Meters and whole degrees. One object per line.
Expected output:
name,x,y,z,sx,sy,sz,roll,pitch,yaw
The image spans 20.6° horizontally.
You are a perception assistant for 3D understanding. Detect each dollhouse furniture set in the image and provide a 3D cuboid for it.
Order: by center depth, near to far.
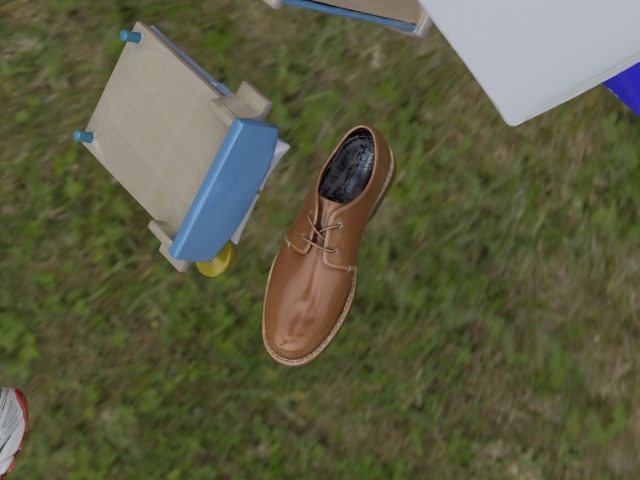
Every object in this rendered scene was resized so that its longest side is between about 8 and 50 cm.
dollhouse furniture set,-0.088,-0.156,1.595,0.286,0.198,0.303,42,114,37

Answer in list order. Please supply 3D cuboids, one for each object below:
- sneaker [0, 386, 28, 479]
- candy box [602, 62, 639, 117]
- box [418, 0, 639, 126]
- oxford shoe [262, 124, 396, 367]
sneaker,-0.294,0.164,1.173,0.225,0.088,0.093,-33,106,-6
candy box,0.126,-0.231,0.764,0.317,0.122,0.268,43,151,-4
box,0.065,-0.105,0.439,0.102,0.101,0.087,-29,119,21
oxford shoe,0.000,0.000,1.446,0.076,0.076,0.212,17,78,12
